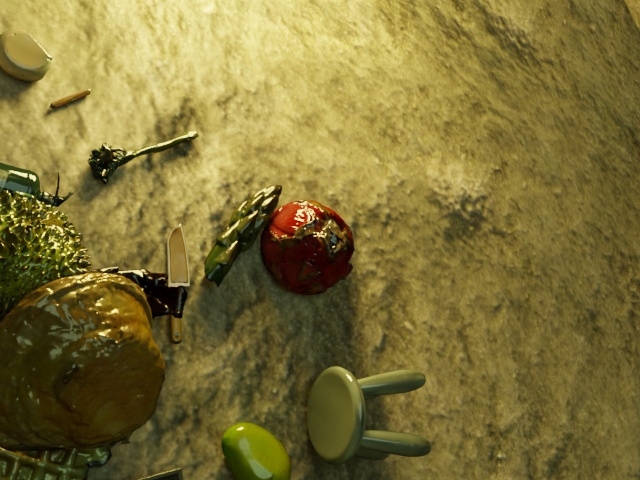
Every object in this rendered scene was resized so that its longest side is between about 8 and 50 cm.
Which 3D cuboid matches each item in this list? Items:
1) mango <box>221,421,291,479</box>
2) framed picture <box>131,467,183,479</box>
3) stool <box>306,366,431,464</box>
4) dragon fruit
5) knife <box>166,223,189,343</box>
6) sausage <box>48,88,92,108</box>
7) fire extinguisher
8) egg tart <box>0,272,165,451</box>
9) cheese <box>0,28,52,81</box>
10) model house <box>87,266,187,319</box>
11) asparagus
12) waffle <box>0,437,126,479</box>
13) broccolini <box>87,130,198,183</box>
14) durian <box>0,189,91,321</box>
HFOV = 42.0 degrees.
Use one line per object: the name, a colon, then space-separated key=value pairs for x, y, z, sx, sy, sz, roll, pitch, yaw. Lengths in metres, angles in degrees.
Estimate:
mango: x=-0.121 y=0.431 z=1.647 sx=0.117 sy=0.089 sz=0.163 roll=-25 pitch=87 yaw=-34
framed picture: x=-0.352 y=0.530 z=1.506 sx=0.250 sy=0.016 sz=0.184 roll=-8 pitch=86 yaw=-34
stool: x=0.100 y=0.361 z=1.739 sx=0.199 sy=0.195 sz=0.195 roll=5 pitch=72 yaw=-31
dragon fruit: x=-0.003 y=0.002 z=1.818 sx=0.224 sy=0.148 sz=0.218 roll=21 pitch=64 yaw=-24
knife: x=-0.289 y=0.086 z=1.698 sx=0.046 sy=0.022 sz=0.256 roll=2 pitch=69 yaw=-20
sausage: x=-0.507 y=-0.288 z=1.694 sx=0.100 sy=0.015 sz=0.015 roll=-32 pitch=92 yaw=-34
fire extinguisher: x=-0.602 y=-0.100 z=1.537 sx=0.294 sy=0.093 sz=0.118 roll=16 pitch=93 yaw=-26
egg tart: x=-0.390 y=0.224 z=1.369 sx=0.339 sy=0.153 sz=0.351 roll=-16 pitch=122 yaw=-41
cheese: x=-0.611 y=-0.383 z=1.645 sx=0.171 sy=0.047 sz=0.092 roll=41 pitch=58 yaw=-13
model house: x=-0.352 y=0.105 z=1.574 sx=0.203 sy=0.164 sz=0.141 roll=-14 pitch=87 yaw=-34
asparagus: x=-0.167 y=-0.021 z=1.777 sx=0.080 sy=0.080 sz=0.287 roll=43 pitch=64 yaw=-12
waffle: x=-0.505 y=0.300 z=1.476 sx=0.297 sy=0.073 sz=0.317 roll=-28 pitch=92 yaw=-35
broccolini: x=-0.371 y=-0.187 z=1.740 sx=0.057 sy=0.071 sz=0.254 roll=33 pitch=41 yaw=32
durian: x=-0.529 y=0.026 z=1.436 sx=0.291 sy=0.291 sz=0.224 roll=17 pitch=73 yaw=-25
